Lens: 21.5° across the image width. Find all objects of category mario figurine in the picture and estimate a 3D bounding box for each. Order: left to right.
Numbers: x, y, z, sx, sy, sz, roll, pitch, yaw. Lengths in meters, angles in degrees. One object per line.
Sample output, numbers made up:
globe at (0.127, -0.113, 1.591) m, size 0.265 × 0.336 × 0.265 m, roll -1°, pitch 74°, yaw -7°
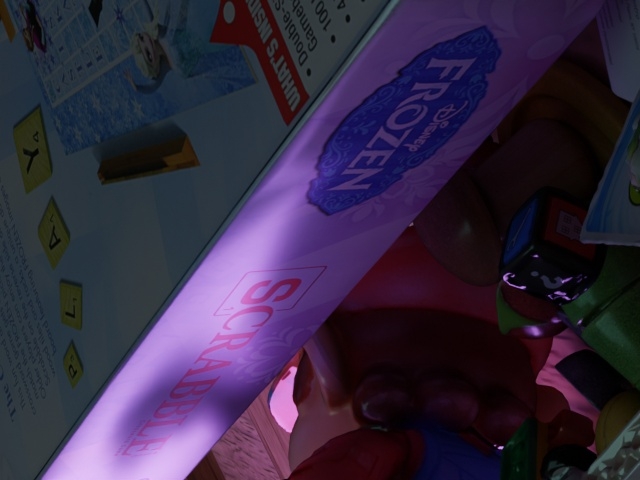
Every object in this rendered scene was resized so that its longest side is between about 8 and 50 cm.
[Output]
mario figurine at (0.036, 0.134, 0.637) m, size 0.320 × 0.170 × 0.198 m, roll -101°, pitch -13°, yaw -51°

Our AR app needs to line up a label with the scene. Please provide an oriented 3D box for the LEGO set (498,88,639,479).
LEGO set at (0.074, 0.046, 0.330) m, size 0.060 × 0.182 × 0.244 m, roll 24°, pitch 177°, yaw -11°

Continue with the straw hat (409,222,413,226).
straw hat at (0.000, 0.000, 0.852) m, size 0.144 × 0.061 × 0.144 m, roll 57°, pitch 165°, yaw 24°

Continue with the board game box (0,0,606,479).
board game box at (-0.077, -0.104, 0.543) m, size 0.318 × 0.066 × 0.319 m, roll -49°, pitch 53°, yaw 47°

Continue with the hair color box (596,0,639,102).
hair color box at (0.117, -0.056, 0.344) m, size 0.167 × 0.053 × 0.093 m, roll 42°, pitch 154°, yaw 58°

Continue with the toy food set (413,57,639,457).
toy food set at (0.077, 0.013, 0.577) m, size 0.218 × 0.071 × 0.128 m, roll 60°, pitch 166°, yaw 13°
